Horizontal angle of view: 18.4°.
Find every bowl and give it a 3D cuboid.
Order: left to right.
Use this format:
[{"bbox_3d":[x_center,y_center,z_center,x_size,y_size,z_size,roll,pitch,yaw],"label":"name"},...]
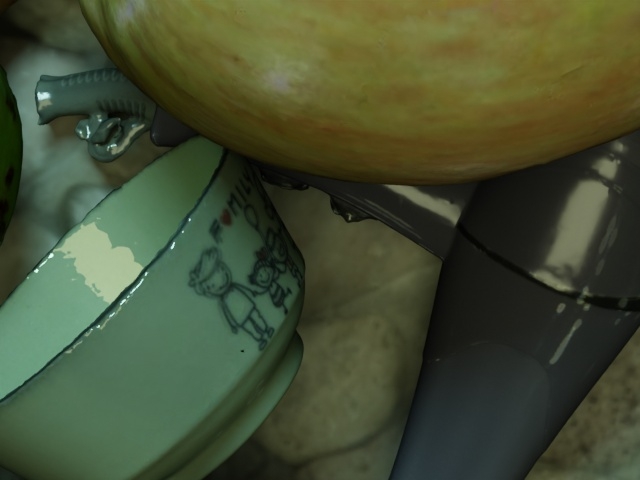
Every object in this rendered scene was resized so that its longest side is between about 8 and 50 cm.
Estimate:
[{"bbox_3d":[-0.084,0.052,0.997,0.211,0.211,0.112,-43,105,9],"label":"bowl"}]

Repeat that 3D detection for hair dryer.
[{"bbox_3d":[0.000,0.000,1.095,0.361,0.121,0.301,26,109,6],"label":"hair dryer"}]

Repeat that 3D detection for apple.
[{"bbox_3d":[0.043,-0.216,0.899,0.346,0.391,0.391,-16,101,-15],"label":"apple"}]

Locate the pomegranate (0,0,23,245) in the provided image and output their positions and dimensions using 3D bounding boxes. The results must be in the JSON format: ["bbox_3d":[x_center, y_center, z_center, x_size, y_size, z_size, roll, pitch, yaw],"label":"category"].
[{"bbox_3d":[-0.231,-0.073,1.020,0.286,0.231,0.231,-25,99,-5],"label":"pomegranate"}]
